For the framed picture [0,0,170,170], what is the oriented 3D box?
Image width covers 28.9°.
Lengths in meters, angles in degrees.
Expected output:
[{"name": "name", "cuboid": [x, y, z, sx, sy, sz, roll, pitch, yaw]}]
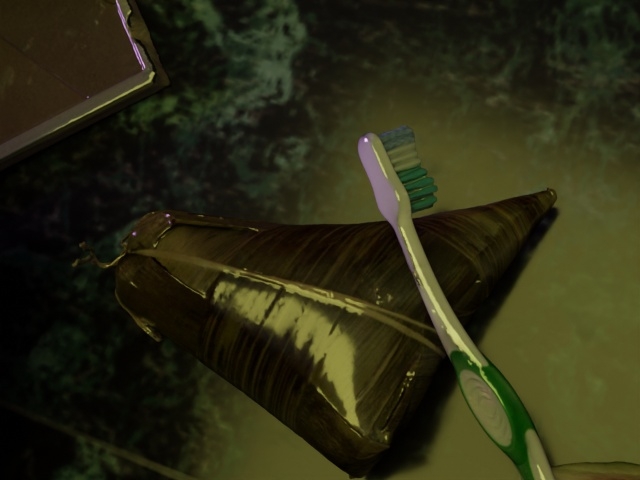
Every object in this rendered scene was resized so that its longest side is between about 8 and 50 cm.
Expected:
[{"name": "framed picture", "cuboid": [-0.239, -0.173, 0.781, 0.211, 0.020, 0.289, -27, 72, 6]}]

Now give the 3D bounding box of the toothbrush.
[{"name": "toothbrush", "cuboid": [0.084, 0.085, 0.582, 0.030, 0.030, 0.304, -23, 79, 7]}]

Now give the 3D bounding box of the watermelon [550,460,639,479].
[{"name": "watermelon", "cuboid": [0.173, 0.151, 0.569, 0.135, 0.094, 0.125, -18, 74, 11]}]

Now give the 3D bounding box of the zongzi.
[{"name": "zongzi", "cuboid": [0.000, 0.000, 0.654, 0.187, 0.084, 0.184, 33, 76, 13]}]
